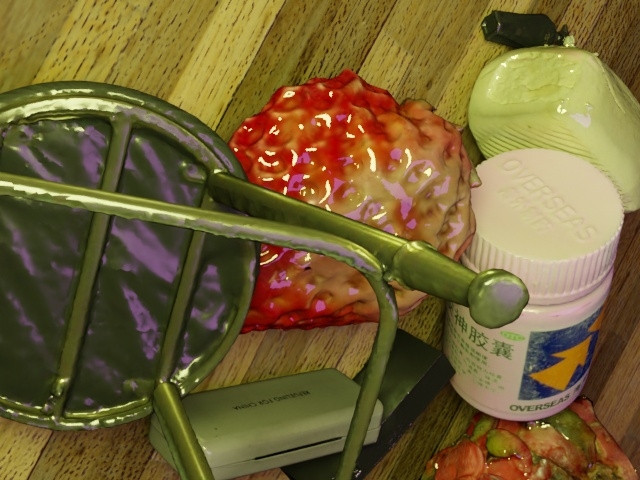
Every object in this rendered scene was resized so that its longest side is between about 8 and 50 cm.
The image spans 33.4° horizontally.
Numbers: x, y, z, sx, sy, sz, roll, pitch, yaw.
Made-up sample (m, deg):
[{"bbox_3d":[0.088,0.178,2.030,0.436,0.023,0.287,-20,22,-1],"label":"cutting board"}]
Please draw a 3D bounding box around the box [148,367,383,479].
[{"bbox_3d":[-0.052,0.189,1.106,0.243,0.103,0.055,-5,116,-40],"label":"box"}]

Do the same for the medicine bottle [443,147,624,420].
[{"bbox_3d":[0.232,0.055,1.197,0.178,0.178,0.291,-34,146,-26],"label":"medicine bottle"}]

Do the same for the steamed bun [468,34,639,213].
[{"bbox_3d":[0.288,-0.136,1.228,0.238,0.170,0.153,39,65,-42],"label":"steamed bun"}]

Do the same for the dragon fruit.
[{"bbox_3d":[0.228,0.355,1.341,0.263,0.314,0.296,-11,140,-21],"label":"dragon fruit"}]

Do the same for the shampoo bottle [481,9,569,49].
[{"bbox_3d":[0.239,-0.240,1.227,0.137,0.027,0.048,-1,114,-42],"label":"shampoo bottle"}]

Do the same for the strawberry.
[{"bbox_3d":[0.000,0.000,1.002,0.336,0.149,0.265,-24,134,-18],"label":"strawberry"}]

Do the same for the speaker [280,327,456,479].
[{"bbox_3d":[0.053,0.202,1.222,0.218,0.082,0.044,-46,133,-15],"label":"speaker"}]

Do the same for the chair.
[{"bbox_3d":[-0.153,0.088,0.709,0.362,0.410,0.365,9,108,-17],"label":"chair"}]
